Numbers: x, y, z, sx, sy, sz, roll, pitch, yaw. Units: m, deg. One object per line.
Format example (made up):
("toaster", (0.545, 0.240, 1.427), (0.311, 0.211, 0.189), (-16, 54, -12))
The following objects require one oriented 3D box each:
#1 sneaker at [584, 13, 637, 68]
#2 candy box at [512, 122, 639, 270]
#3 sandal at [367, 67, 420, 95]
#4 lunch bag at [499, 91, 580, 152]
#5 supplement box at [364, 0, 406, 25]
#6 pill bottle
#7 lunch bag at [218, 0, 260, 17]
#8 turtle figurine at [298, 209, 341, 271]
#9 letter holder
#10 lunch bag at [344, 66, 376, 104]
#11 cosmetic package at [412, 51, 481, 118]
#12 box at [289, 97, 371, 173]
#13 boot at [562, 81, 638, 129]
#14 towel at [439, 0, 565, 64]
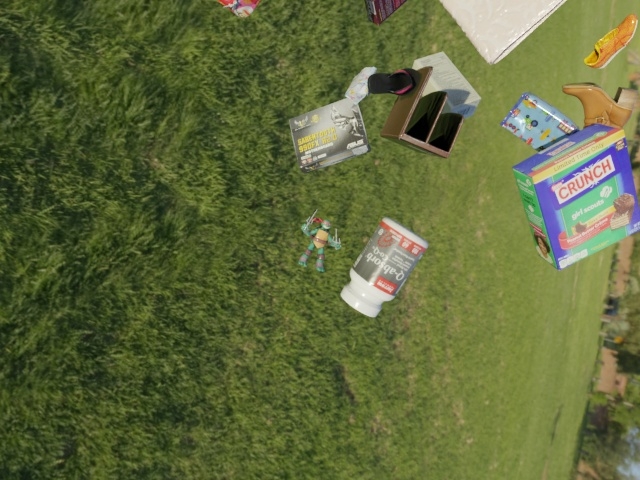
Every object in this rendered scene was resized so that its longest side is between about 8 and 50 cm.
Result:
("sneaker", (0.871, -0.592, 1.324), (0.175, 0.067, 0.064), (112, -19, -53))
("candy box", (0.719, -0.120, 1.236), (0.268, 0.122, 0.317), (-28, 112, 3))
("sandal", (0.199, -0.408, 1.140), (0.179, 0.040, 0.067), (-19, 107, -32))
("lunch bag", (0.814, -0.441, 1.591), (0.293, 0.221, 0.138), (-36, 163, -45))
("supplement box", (0.310, -1.089, 1.953), (0.239, 0.073, 0.130), (-42, 150, -5))
("pill bottle", (0.247, 0.108, 1.750), (0.210, 0.210, 0.363), (18, 106, -57))
("lunch bag", (-0.209, -0.824, 1.310), (0.293, 0.258, 0.120), (-49, 154, 16))
("turtle figurine", (0.000, 0.000, 1.793), (0.118, 0.175, 0.234), (-54, 164, -81))
("letter holder", (0.311, -0.379, 1.312), (0.302, 0.151, 0.215), (-99, -150, -76))
("lunch bag", (0.113, -0.413, 1.172), (0.053, 0.083, 0.071), (33, 60, -16))
("cosmetic package", (0.548, -0.678, 1.962), (0.160, 0.310, 0.113), (-21, 156, -13))
("box", (0.028, -0.335, 1.402), (0.056, 0.230, 0.183), (40, 36, -68))
("boot", (0.779, -0.368, 1.269), (0.073, 0.197, 0.153), (-41, 144, -51))
("towel", (0.523, -0.725, 1.245), (0.053, 0.317, 0.332), (2, 55, -54))
